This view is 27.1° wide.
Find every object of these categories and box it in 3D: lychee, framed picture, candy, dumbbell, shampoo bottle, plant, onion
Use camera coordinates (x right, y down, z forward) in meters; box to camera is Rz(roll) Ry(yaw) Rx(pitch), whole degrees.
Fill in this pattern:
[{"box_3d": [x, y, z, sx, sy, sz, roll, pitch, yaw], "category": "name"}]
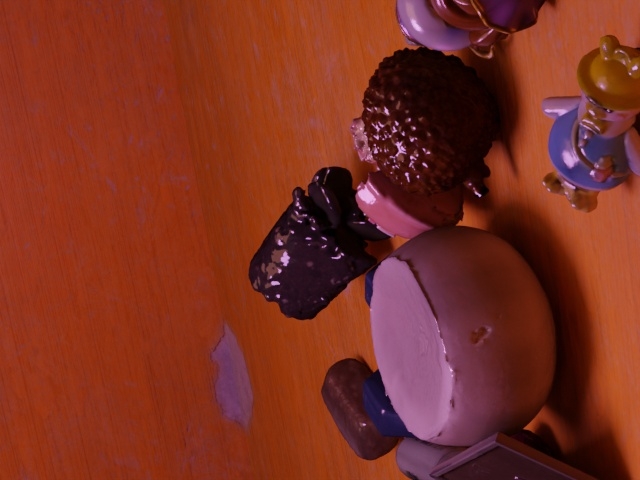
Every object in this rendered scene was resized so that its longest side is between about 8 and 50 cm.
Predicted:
[{"box_3d": [0.158, -0.157, 1.858, 0.238, 0.200, 0.200, 53, 162, -1], "category": "lychee"}, {"box_3d": [0.292, 0.347, 1.876, 0.289, 0.213, 0.016, 123, 172, -67], "category": "framed picture"}, {"box_3d": [0.079, 0.333, 2.643, 0.234, 0.102, 0.104, -132, 32, -54], "category": "candy"}, {"box_3d": [0.150, 0.178, 2.230, 0.144, 0.160, 0.324, 24, 134, 28], "category": "dumbbell"}, {"box_3d": [0.219, 0.383, 2.225, 0.234, 0.118, 0.087, 180, 106, -72], "category": "shampoo bottle"}, {"box_3d": [0.000, 0.000, 2.431, 0.276, 0.199, 0.188, -51, 6, 28], "category": "plant"}, {"box_3d": [0.299, 0.325, 1.976, 0.107, 0.097, 0.107, 17, 127, 23], "category": "onion"}]

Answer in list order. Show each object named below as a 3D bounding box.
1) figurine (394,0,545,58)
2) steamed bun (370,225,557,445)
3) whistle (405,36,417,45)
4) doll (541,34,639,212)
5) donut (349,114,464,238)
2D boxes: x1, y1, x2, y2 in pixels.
[{"box_3d": [0.191, -0.323, 1.723, 0.189, 0.142, 0.263, 46, 165, -11], "category": "figurine"}, {"box_3d": [0.212, 0.133, 1.889, 0.324, 0.206, 0.324, 170, 90, -71], "category": "steamed bun"}, {"box_3d": [0.134, -0.405, 1.892, 0.102, 0.106, 0.253, -53, -38, -72], "category": "whistle"}, {"box_3d": [0.323, -0.138, 1.520, 0.241, 0.099, 0.135, 96, 159, -52], "category": "doll"}, {"box_3d": [0.127, -0.089, 2.004, 0.085, 0.199, 0.233, -44, 28, 31], "category": "donut"}]
